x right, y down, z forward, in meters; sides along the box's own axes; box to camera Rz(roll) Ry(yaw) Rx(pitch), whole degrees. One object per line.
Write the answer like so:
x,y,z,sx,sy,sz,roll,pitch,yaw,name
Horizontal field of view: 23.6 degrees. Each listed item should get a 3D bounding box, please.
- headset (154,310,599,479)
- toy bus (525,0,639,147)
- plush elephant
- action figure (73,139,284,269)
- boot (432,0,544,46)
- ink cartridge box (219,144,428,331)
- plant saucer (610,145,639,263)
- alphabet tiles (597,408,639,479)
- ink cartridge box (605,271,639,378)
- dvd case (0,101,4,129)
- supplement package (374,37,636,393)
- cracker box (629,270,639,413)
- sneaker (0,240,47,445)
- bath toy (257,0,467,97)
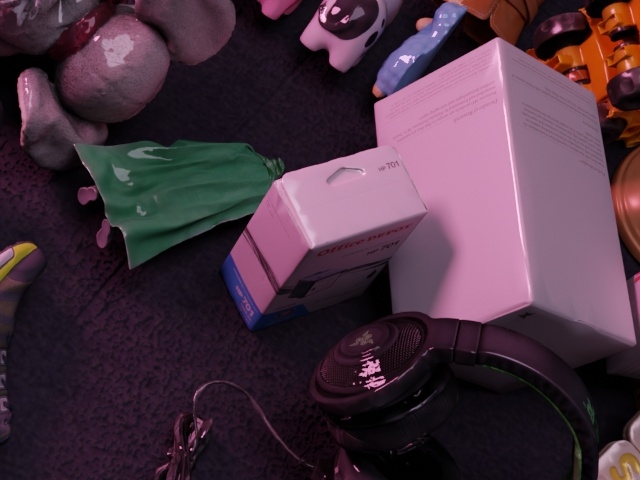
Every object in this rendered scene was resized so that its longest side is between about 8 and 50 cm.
0.054,0.197,1.395,0.394,0.243,0.185,3,30,12,headset
0.370,-0.194,1.733,0.211,0.220,0.149,3,66,-27,toy bus
-0.239,-0.230,1.502,0.272,0.255,0.330,-31,35,7,plush elephant
-0.128,-0.051,1.541,0.232,0.063,0.137,-15,78,-37,action figure
0.172,-0.368,1.757,0.283,0.109,0.220,37,77,-32,boot
0.000,0.000,1.493,0.139,0.191,0.082,-17,72,-28,ink cartridge box
0.432,-0.034,1.776,0.200,0.037,0.200,10,61,-17,plant saucer
0.394,0.305,1.557,0.278,0.021,0.284,-40,91,-24,alphabet tiles
0.420,0.090,1.555,0.217,0.158,0.092,9,67,-16,ink cartridge box
-0.422,-0.055,1.397,0.238,0.029,0.179,3,60,6,dvd case
0.182,-0.020,1.556,0.177,0.175,0.293,22,54,-41,supplement package
0.454,0.121,1.687,0.232,0.067,0.156,7,63,-17,cracker box
-0.321,0.126,1.367,0.121,0.111,0.300,43,53,-21,sneaker
-0.013,-0.305,1.686,0.348,0.129,0.151,34,23,-3,bath toy
